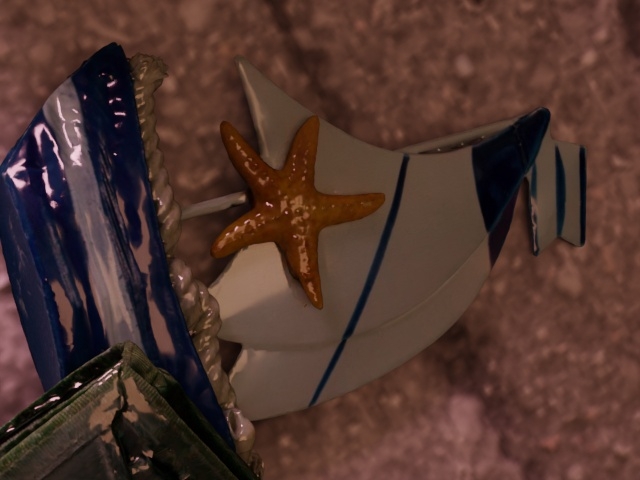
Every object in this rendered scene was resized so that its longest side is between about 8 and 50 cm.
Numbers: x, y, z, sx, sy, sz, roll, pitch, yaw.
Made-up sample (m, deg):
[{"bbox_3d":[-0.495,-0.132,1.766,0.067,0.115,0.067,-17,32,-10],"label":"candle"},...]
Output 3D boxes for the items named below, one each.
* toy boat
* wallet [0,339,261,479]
[{"bbox_3d":[0.000,0.000,0.879,0.291,0.067,0.221,-15,93,-26],"label":"toy boat"},{"bbox_3d":[-0.070,0.173,0.814,0.160,0.055,0.236,-38,112,3],"label":"wallet"}]
